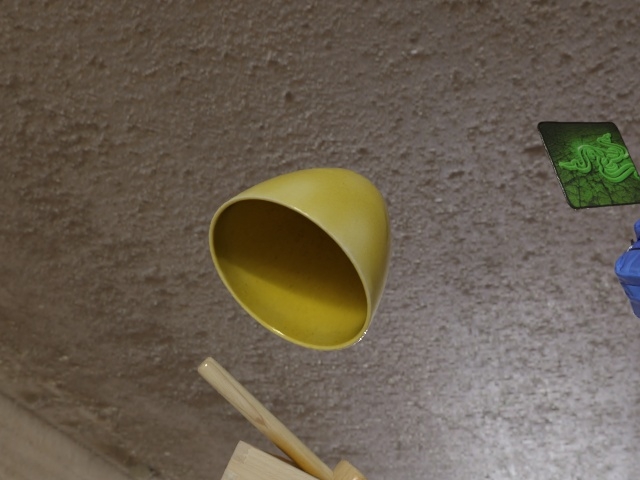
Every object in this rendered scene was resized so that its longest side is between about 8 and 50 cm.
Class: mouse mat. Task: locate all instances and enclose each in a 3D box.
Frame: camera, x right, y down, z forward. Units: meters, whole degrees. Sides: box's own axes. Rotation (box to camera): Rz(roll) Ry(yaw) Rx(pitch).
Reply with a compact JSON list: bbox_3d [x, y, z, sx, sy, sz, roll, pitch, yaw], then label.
[{"bbox_3d":[0.432,-0.122,1.161,0.189,0.153,0.007,-5,159,-31],"label":"mouse mat"}]

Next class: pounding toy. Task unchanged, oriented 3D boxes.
[{"bbox_3d":[0.003,0.143,0.368,0.141,0.100,0.130,14,162,39],"label":"pounding toy"}]

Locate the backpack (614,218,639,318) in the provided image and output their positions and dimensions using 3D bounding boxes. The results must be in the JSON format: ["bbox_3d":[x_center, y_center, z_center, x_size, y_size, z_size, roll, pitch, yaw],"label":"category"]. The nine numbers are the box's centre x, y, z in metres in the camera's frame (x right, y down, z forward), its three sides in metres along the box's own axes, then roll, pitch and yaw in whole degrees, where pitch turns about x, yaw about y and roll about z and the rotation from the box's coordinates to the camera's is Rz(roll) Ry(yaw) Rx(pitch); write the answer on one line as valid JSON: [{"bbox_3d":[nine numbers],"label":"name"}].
[{"bbox_3d":[0.330,0.017,0.669,0.120,0.101,0.098,-32,-176,-13],"label":"backpack"}]

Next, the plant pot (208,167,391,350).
[{"bbox_3d":[0.000,0.000,0.544,0.134,0.095,0.134,21,135,23],"label":"plant pot"}]
